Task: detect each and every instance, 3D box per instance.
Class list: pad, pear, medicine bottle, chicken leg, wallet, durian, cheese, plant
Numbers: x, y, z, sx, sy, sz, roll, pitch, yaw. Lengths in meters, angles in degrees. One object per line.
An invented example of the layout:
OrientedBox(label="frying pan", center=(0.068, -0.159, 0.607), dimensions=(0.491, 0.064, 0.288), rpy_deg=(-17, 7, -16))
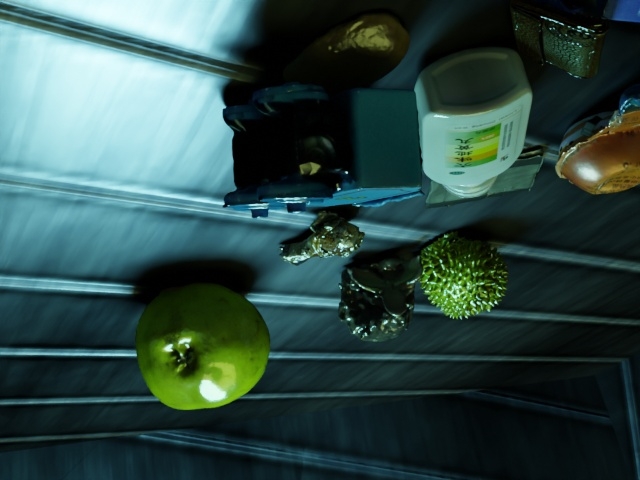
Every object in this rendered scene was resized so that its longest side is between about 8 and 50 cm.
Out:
OrientedBox(label="pad", center=(0.329, -0.121, 1.898), dimensions=(0.233, 0.022, 0.174), rpy_deg=(-11, 158, -4))
OrientedBox(label="pear", center=(-0.248, 0.231, 2.090), dimensions=(0.287, 0.287, 0.375), rpy_deg=(-18, 172, 10))
OrientedBox(label="medicine bottle", center=(0.250, -0.185, 1.568), dimensions=(0.179, 0.124, 0.324), rpy_deg=(-15, 159, 0))
OrientedBox(label="chicken leg", center=(0.007, 0.001, 1.941), dimensions=(0.125, 0.081, 0.196), rpy_deg=(11, 156, -27))
OrientedBox(label="wallet", center=(0.334, -0.282, 1.329), dimensions=(0.132, 0.039, 0.243), rpy_deg=(22, -179, 13))
OrientedBox(label="durian", center=(0.338, 0.084, 2.201), dimensions=(0.200, 0.176, 0.237), rpy_deg=(-46, 141, 6))
OrientedBox(label="cheese", center=(0.550, -0.184, 1.732), dimensions=(0.216, 0.129, 0.329), rpy_deg=(-10, 158, -9))
OrientedBox(label="plant", center=(0.135, 0.139, 2.197), dimensions=(0.204, 0.178, 0.234), rpy_deg=(-11, 163, -5))

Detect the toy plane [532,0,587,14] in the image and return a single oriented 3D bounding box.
OrientedBox(label="toy plane", center=(0.329, -0.345, 1.333), dimensions=(0.167, 0.054, 0.062), rpy_deg=(15, 118, -49))

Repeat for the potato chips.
OrientedBox(label="potato chips", center=(0.040, -0.255, 1.372), dimensions=(0.201, 0.049, 0.150), rpy_deg=(-18, 153, 26))

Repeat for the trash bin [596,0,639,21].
OrientedBox(label="trash bin", center=(0.481, -0.371, 1.226), dimensions=(0.234, 0.184, 0.162), rpy_deg=(-1, 154, 1))

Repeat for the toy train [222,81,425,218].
OrientedBox(label="toy train", center=(0.004, -0.130, 1.388), dimensions=(0.265, 0.188, 0.300), rpy_deg=(-1, 178, -25))
